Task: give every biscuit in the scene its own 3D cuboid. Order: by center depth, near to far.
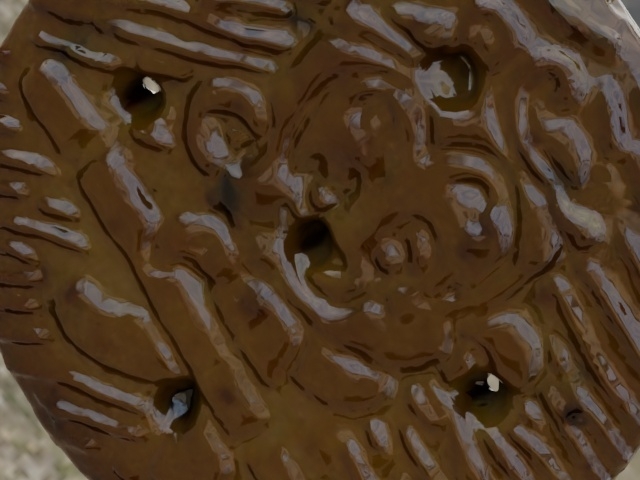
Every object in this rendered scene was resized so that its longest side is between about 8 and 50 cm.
[{"bbox_3d":[0.000,0.001,0.437,0.188,0.188,0.027,49,19,-2],"label":"biscuit"}]
